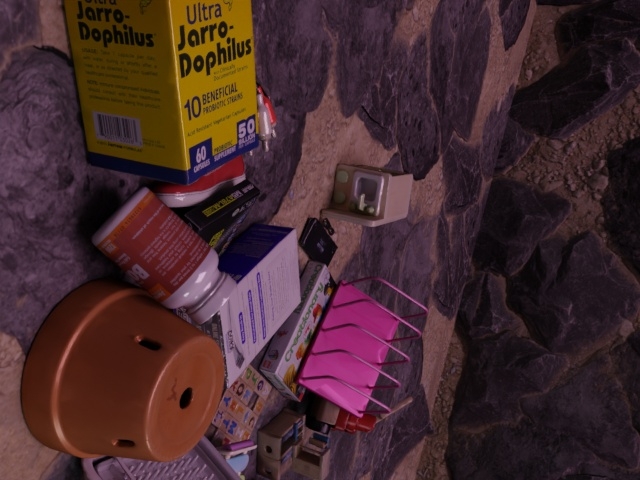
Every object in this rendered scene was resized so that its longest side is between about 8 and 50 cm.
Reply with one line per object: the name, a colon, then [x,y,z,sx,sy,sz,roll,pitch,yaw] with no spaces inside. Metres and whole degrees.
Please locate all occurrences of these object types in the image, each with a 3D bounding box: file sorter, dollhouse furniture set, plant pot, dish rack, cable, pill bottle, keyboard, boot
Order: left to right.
plant pot: [-0.290,0.224,1.183,0.291,0.203,0.291,-40,137,-51]
pill bottle: [-0.240,0.028,1.167,0.216,0.121,0.121,44,52,-13]
dish rack: [-0.260,0.470,1.324,0.072,0.285,0.332,-53,158,15]
boot: [-0.216,-0.158,1.299,0.244,0.088,0.176,-36,129,-59]
cable: [-0.127,-0.313,1.412,0.139,0.072,0.287,-51,144,-52]
dollhouse furniture set: [-0.047,0.525,1.841,0.129,0.183,0.129,-30,128,-56]
keyboard: [0.000,0.000,1.880,0.108,0.023,0.180,-62,152,-15]
file sorter: [0.114,0.259,1.823,0.202,0.182,0.291,34,65,-19]

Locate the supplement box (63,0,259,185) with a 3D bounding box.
supplement box: [-0.226,-0.289,1.079,0.194,0.195,0.357,-40,136,-51]

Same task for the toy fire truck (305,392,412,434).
toy fire truck: [0.099,0.457,1.983,0.217,0.246,0.159,124,-15,-78]

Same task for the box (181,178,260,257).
box: [-0.206,-0.006,1.326,0.191,0.045,0.184,-54,173,36]

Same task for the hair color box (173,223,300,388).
hair color box: [-0.155,0.117,1.478,0.339,0.110,0.185,-49,141,-58]

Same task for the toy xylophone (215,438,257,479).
toy xylophone: [-0.248,0.573,1.562,0.236,0.081,0.323,-4,108,-63]

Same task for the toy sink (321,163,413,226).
toy sink: [0.123,-0.125,1.922,0.234,0.152,0.131,-16,116,-60]

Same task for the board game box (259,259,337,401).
board game box: [-0.040,0.228,1.866,0.305,0.053,0.193,-65,151,-23]

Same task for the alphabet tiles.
alphabet tiles: [-0.193,0.407,1.691,0.237,0.009,0.198,-66,153,-22]
